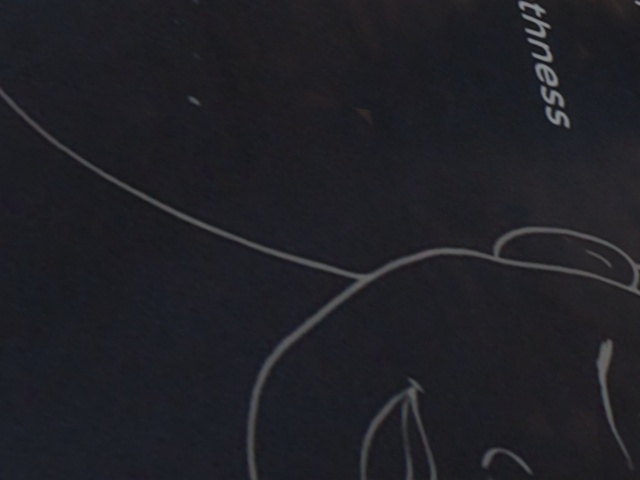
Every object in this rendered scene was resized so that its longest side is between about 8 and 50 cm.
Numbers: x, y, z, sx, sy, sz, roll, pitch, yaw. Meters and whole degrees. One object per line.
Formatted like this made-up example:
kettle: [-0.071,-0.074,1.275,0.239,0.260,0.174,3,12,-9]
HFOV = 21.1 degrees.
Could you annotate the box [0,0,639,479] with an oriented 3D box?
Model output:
box: [0.012,0.079,0.553,0.297,0.471,0.480,-43,43,40]
